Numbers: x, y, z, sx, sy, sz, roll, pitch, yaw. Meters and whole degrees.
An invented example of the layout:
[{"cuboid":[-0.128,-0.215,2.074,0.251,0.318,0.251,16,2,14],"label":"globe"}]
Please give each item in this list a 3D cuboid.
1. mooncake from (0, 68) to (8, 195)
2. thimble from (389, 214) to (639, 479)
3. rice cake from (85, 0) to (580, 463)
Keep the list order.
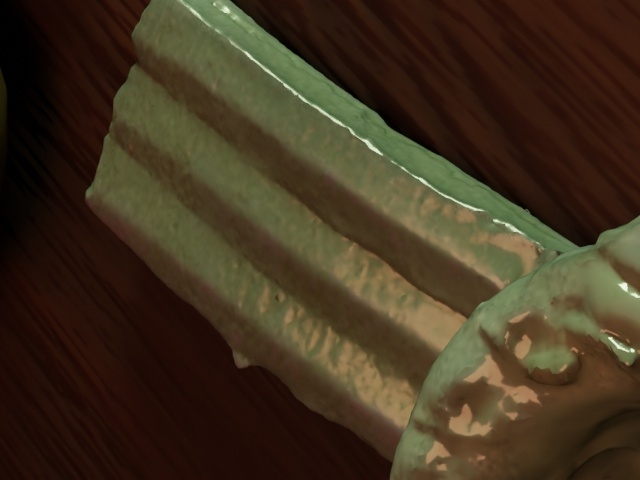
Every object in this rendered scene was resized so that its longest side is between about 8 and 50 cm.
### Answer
[{"cuboid":[-0.258,-0.049,0.768,0.235,0.117,0.235,9,104,37],"label":"mooncake"},{"cuboid":[0.137,0.096,0.478,0.237,0.150,0.237,7,101,39],"label":"thimble"},{"cuboid":[0.000,0.000,0.632,0.237,0.043,0.127,36,118,28],"label":"rice cake"}]
